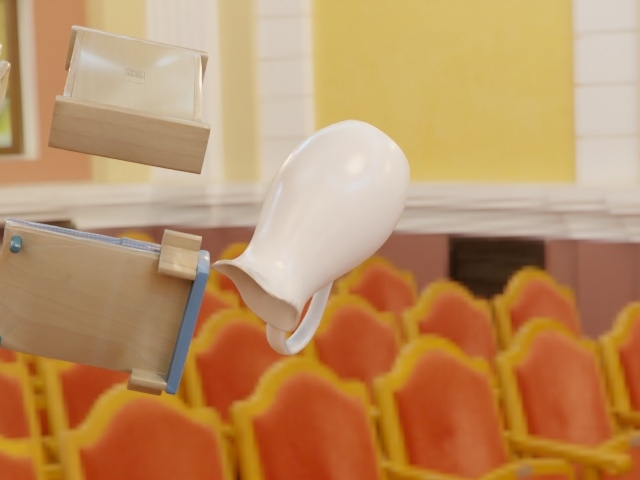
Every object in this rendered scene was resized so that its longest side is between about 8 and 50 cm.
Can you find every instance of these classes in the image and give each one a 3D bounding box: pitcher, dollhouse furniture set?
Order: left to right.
[{"bbox_3d":[-0.249,-0.029,1.432,0.286,0.303,0.198,10,24,-10],"label":"dollhouse furniture set"},{"bbox_3d":[0.000,0.000,1.461,0.125,0.207,0.178,26,-25,26],"label":"pitcher"}]
